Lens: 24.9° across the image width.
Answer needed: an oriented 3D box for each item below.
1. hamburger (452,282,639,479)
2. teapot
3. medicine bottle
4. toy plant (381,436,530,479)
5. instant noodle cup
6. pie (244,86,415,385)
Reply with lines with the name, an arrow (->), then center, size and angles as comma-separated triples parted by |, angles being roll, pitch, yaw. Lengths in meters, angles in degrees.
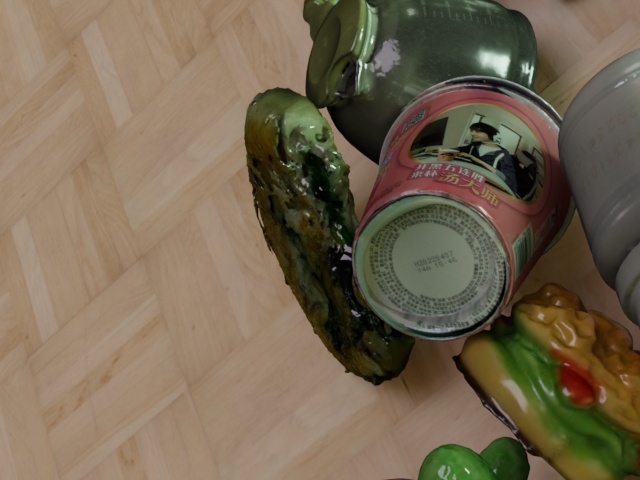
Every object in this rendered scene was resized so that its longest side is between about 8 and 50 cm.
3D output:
hamburger -> 0.259, 0.145, 1.460 | 0.149, 0.237, 0.237 | -44, 47, 6
teapot -> 0.106, -0.229, 1.733 | 0.239, 0.239, 0.322 | -42, 36, 50
medicine bottle -> 0.382, -0.022, 1.420 | 0.245, 0.245, 0.306 | -30, 52, 25
toy plant -> 0.136, 0.341, 1.472 | 0.356, 0.317, 0.211 | -42, 25, 33
instant noodle cup -> 0.141, -0.023, 1.516 | 0.244, 0.244, 0.255 | -27, 12, 27
pie -> 0.000, 0.000, 1.718 | 0.078, 0.296, 0.371 | -22, 82, -14
